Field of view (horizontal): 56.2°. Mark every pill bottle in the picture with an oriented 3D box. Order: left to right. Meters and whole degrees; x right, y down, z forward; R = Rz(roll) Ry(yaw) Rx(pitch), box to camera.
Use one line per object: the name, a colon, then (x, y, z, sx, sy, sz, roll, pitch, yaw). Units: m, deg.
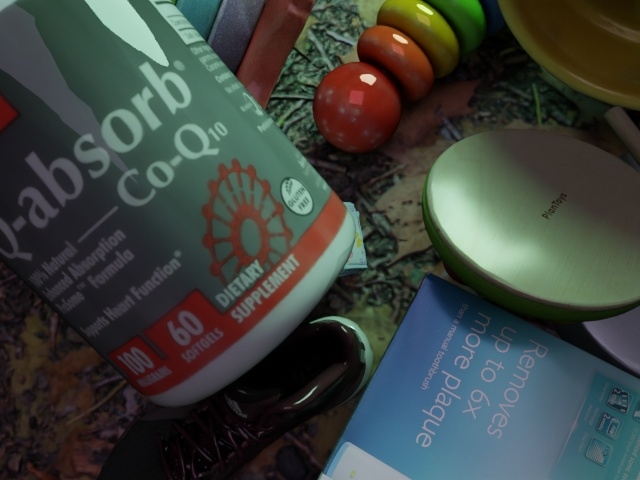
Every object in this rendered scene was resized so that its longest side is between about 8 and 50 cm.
pill bottle: (-0.161, -0.075, 0.429, 0.210, 0.210, 0.363, -44, 103, -8)

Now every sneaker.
sneaker: (-0.085, 0.141, 0.491, 0.281, 0.162, 0.106, -35, 74, -6)

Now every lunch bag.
lunch bag: (0.000, 0.000, 0.583, 0.083, 0.053, 0.071, -6, 76, -5)

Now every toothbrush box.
toothbrush box: (0.163, 0.195, 0.477, 0.296, 0.126, 0.216, 29, 78, 10)

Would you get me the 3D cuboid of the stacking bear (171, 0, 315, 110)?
stacking bear: (-0.169, -0.232, 0.552, 0.289, 0.164, 0.175, 21, 114, -17)

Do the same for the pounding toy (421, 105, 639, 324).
pounding toy: (0.189, 0.002, 0.484, 0.237, 0.110, 0.183, -15, 51, -18)

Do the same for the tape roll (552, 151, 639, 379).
tape roll: (0.316, 0.027, 0.540, 0.219, 0.072, 0.219, -1, 75, 5)

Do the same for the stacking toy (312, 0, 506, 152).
stacking toy: (0.118, -0.221, 0.606, 0.141, 0.141, 0.330, 38, 87, 13)

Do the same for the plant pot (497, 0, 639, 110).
plant pot: (0.300, -0.273, 0.471, 0.254, 0.254, 0.239, 29, 69, 12)
